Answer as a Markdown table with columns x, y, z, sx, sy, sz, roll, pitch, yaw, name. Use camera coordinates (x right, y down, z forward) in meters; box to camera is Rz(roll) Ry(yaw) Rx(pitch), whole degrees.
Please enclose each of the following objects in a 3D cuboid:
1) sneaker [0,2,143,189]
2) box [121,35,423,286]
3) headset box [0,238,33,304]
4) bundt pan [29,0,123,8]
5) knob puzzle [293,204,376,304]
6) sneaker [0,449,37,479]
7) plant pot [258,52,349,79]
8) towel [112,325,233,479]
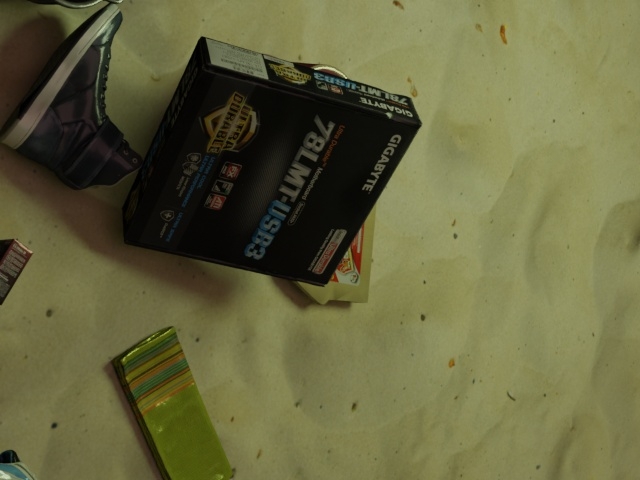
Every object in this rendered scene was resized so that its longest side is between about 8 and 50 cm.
| x | y | z | sx | sy | sz | roll | pitch | yaw | name |
| --- | --- | --- | --- | --- | --- | --- | --- | --- | --- |
| -0.273 | -0.169 | 1.416 | 0.163 | 0.086 | 0.226 | 37 | 73 | -22 | sneaker |
| -0.067 | -0.088 | 1.441 | 0.293 | 0.295 | 0.073 | 15 | 38 | -23 | box |
| -0.379 | 0.034 | 1.335 | 0.032 | 0.062 | 0.083 | 41 | 63 | -33 | headset box |
| -0.333 | -0.433 | 1.358 | 0.331 | 0.124 | 0.330 | 0 | 90 | -43 | bundt pan |
| 0.000 | 0.000 | 1.698 | 0.213 | 0.030 | 0.213 | 2 | 87 | -42 | knob puzzle |
| -0.350 | 0.303 | 1.333 | 0.237 | 0.085 | 0.086 | 44 | 53 | -34 | sneaker |
| -0.049 | -0.165 | 1.564 | 0.201 | 0.180 | 0.201 | 2 | 87 | -42 | plant pot |
| -0.192 | 0.239 | 1.518 | 0.102 | 0.021 | 0.237 | -32 | 109 | -37 | towel |
